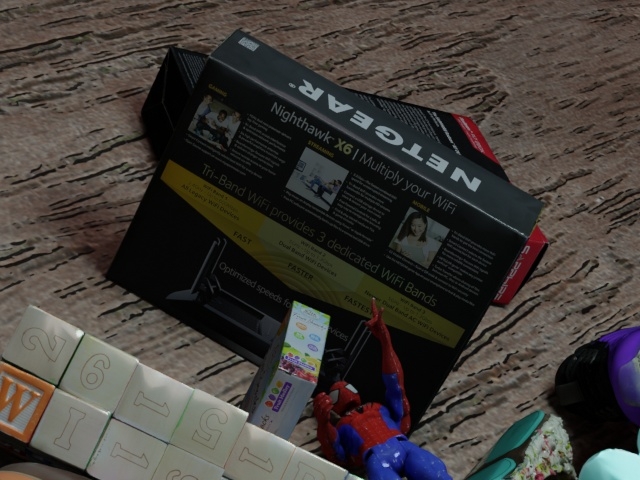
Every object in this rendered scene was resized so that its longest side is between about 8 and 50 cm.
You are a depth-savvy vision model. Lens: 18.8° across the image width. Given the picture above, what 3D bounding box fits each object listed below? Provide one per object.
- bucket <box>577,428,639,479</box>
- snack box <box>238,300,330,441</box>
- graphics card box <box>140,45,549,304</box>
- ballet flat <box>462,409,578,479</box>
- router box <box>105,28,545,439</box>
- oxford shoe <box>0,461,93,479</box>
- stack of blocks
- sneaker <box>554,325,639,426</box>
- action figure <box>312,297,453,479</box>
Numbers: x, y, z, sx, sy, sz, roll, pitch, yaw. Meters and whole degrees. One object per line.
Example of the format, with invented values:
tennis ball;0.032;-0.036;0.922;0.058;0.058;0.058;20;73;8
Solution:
bucket;0.254;0.274;1.436;0.281;0.281;0.183;-12;52;-49
snack box;-0.039;0.132;1.527;0.037;0.141;0.100;23;30;-8
graphics card box;0.022;-0.064;1.942;0.371;0.094;0.233;11;33;-29
ballet flat;0.157;0.217;1.629;0.241;0.091;0.077;-32;91;-53
router box;0.000;0.000;1.669;0.309;0.243;0.081;30;29;3
oxford shoe;-0.072;0.249;1.247;0.363;0.130;0.133;34;18;10
stack of blocks;-0.098;0.162;1.391;0.297;0.087;0.171;27;-14;-3
sneaker;0.285;0.135;1.803;0.293;0.146;0.102;-4;82;-70
action figure;0.053;0.152;1.536;0.091;0.139;0.280;-24;25;-11
